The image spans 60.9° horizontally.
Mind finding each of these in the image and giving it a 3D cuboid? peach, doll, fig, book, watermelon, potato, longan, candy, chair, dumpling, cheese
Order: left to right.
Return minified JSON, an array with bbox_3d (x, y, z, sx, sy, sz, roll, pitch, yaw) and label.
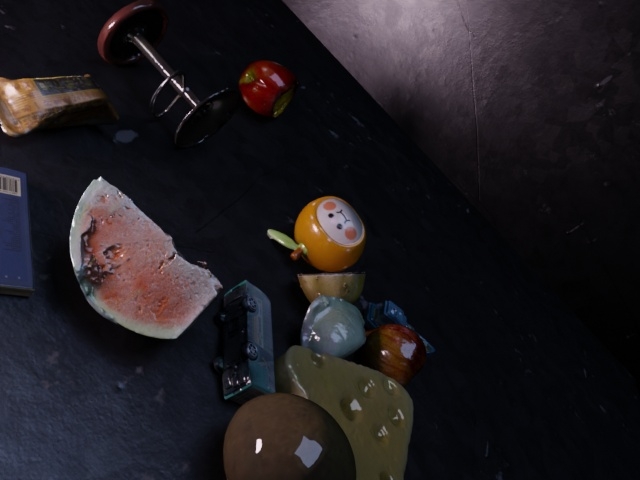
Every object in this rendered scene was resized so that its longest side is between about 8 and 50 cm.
[{"bbox_3d":[-0.585,-0.033,0.905,0.191,0.025,0.269,13,44,-44],"label":"book"},{"bbox_3d":[-0.575,-0.295,1.167,0.143,0.101,0.271,55,35,2],"label":"candy"},{"bbox_3d":[-0.333,0.038,0.995,0.305,0.180,0.224,44,15,-3],"label":"watermelon"},{"bbox_3d":[-0.421,-0.467,1.454,0.401,0.226,0.226,49,29,5],"label":"chair"},{"bbox_3d":[-0.167,-0.521,1.897,0.226,0.196,0.189,18,76,-45],"label":"peach"},{"bbox_3d":[-0.050,0.385,0.932,0.246,0.215,0.245,-19,90,-89],"label":"longan"},{"bbox_3d":[0.000,0.000,1.506,0.236,0.213,0.213,-28,74,-23],"label":"doll"},{"bbox_3d":[0.018,0.220,1.303,0.217,0.104,0.149,-28,70,-37],"label":"dumpling"},{"bbox_3d":[0.033,0.138,1.422,0.202,0.182,0.117,123,-38,-85],"label":"potato"},{"bbox_3d":[0.076,0.393,1.187,0.384,0.104,0.383,32,33,-24],"label":"cheese"},{"bbox_3d":[0.165,0.280,1.406,0.207,0.175,0.175,37,24,24],"label":"fig"}]

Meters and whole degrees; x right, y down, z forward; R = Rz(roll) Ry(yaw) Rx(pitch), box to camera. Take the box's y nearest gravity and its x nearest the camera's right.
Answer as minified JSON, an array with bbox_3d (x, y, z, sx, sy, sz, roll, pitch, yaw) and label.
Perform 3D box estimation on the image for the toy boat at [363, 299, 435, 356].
[{"bbox_3d":[0.235,0.261,1.569,0.238,0.098,0.109,39,33,-16],"label":"toy boat"}]

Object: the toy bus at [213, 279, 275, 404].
[{"bbox_3d":[-0.153,0.209,1.129,0.109,0.091,0.261,40,29,-36],"label":"toy bus"}]
